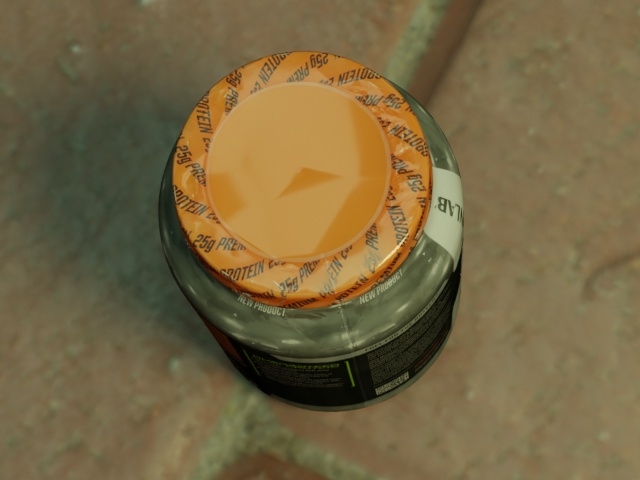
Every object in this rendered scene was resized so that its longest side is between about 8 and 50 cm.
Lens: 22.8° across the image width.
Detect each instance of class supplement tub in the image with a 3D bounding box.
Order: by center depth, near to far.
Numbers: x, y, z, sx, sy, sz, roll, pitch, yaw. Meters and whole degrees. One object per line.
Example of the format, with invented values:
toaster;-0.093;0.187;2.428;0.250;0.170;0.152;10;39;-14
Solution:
supplement tub;0.000;0.000;0.641;0.117;0.190;0.117;-1;75;3
